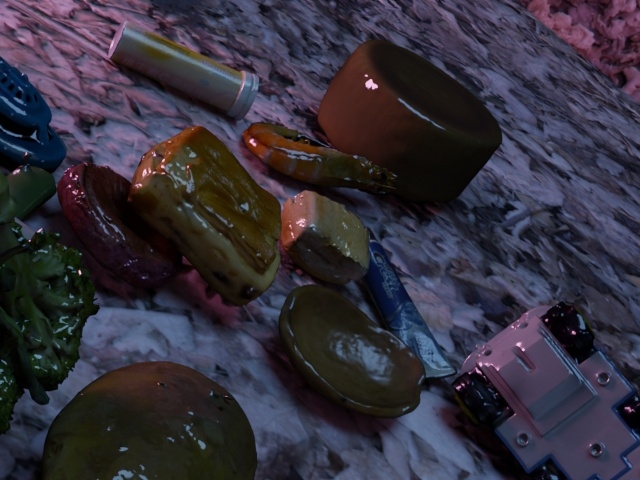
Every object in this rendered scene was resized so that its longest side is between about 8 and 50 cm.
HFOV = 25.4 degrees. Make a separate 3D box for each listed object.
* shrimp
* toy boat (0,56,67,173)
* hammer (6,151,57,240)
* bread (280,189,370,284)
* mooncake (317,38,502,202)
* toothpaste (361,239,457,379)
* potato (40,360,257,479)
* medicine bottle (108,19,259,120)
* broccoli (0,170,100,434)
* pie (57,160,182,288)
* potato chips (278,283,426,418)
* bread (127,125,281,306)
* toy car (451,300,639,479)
[{"bbox_3d":[-0.002,-0.119,2.112,0.248,0.068,0.150,21,24,-16],"label":"shrimp"},{"bbox_3d":[-0.419,-0.206,1.743,0.299,0.092,0.134,41,24,13],"label":"toy boat"},{"bbox_3d":[-0.347,-0.026,1.525,0.206,0.119,0.335,35,20,-5],"label":"hammer"},{"bbox_3d":[0.002,0.000,1.903,0.125,0.082,0.106,35,35,-23],"label":"bread"},{"bbox_3d":[0.138,-0.185,2.273,0.284,0.155,0.284,26,27,-14],"label":"mooncake"},{"bbox_3d":[0.097,0.085,1.913,0.069,0.047,0.268,26,29,-46],"label":"toothpaste"},{"bbox_3d":[-0.160,0.212,1.305,0.191,0.141,0.296,32,29,-1],"label":"potato"},{"bbox_3d":[-0.201,-0.251,2.088,0.218,0.074,0.074,23,29,-20],"label":"medicine bottle"},{"bbox_3d":[-0.339,0.044,1.206,0.303,0.283,0.321,22,43,-13],"label":"broccoli"},{"bbox_3d":[-0.234,-0.016,1.656,0.182,0.049,0.182,43,16,-16],"label":"pie"},{"bbox_3d":[0.031,0.145,1.716,0.208,0.062,0.195,5,45,-47],"label":"potato chips"},{"bbox_3d":[-0.128,-0.042,1.728,0.210,0.099,0.235,46,14,-13],"label":"bread"},{"bbox_3d":[0.315,0.233,1.793,0.314,0.198,0.166,51,-1,25],"label":"toy car"}]
